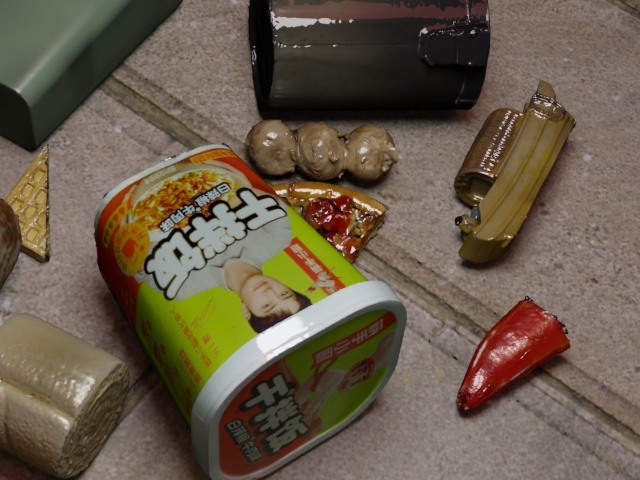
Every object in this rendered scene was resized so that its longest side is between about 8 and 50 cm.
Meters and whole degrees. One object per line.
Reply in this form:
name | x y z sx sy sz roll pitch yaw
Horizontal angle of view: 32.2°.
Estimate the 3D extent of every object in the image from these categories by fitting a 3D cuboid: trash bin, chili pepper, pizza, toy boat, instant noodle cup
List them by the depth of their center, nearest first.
instant noodle cup | -0.100 0.068 1.268 0.294 0.294 0.308 -28 59 -23
chili pepper | 0.226 0.153 1.376 0.169 0.065 0.088 -40 56 -22
pizza | 0.000 0.000 1.435 0.201 0.053 0.193 -3 59 -11
trash bin | -0.372 -0.316 1.513 0.223 0.158 0.343 29 59 10
toy boat | 0.253 -0.100 1.517 0.115 0.089 0.310 29 58 6
trash bin | 0.061 -0.278 1.529 0.302 0.203 0.252 -2 19 -9

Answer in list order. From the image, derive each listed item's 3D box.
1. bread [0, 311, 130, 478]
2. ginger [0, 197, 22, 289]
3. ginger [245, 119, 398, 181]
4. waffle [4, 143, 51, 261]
bread | -0.306 0.172 1.231 0.141 0.134 0.148 25 46 12
ginger | -0.472 -0.005 1.298 0.304 0.155 0.244 32 43 18
ginger | 0.000 -0.121 1.498 0.204 0.080 0.104 0 26 -10
waffle | -0.355 -0.050 1.428 0.097 0.023 0.152 25 57 5
